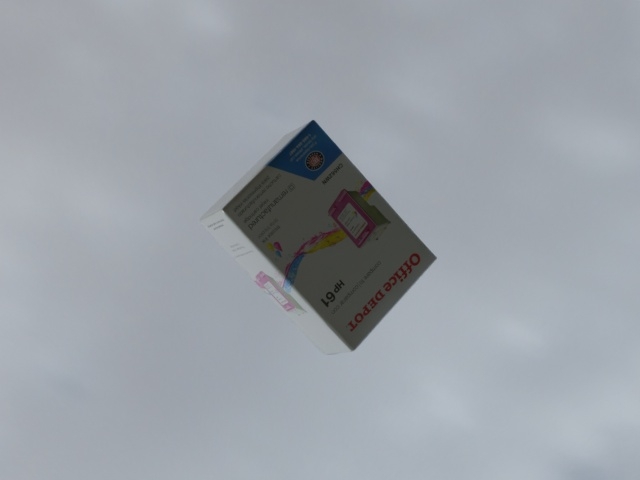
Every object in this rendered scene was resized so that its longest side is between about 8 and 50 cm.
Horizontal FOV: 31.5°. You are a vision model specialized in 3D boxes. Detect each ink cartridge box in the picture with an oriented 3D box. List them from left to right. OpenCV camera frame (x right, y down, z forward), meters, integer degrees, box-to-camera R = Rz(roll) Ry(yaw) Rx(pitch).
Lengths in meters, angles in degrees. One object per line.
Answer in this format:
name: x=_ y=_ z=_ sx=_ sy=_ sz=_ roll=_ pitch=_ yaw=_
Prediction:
ink cartridge box: x=0.000 y=0.000 z=0.715 sx=0.122 sy=0.052 sz=0.088 roll=48 pitch=-112 yaw=-11
